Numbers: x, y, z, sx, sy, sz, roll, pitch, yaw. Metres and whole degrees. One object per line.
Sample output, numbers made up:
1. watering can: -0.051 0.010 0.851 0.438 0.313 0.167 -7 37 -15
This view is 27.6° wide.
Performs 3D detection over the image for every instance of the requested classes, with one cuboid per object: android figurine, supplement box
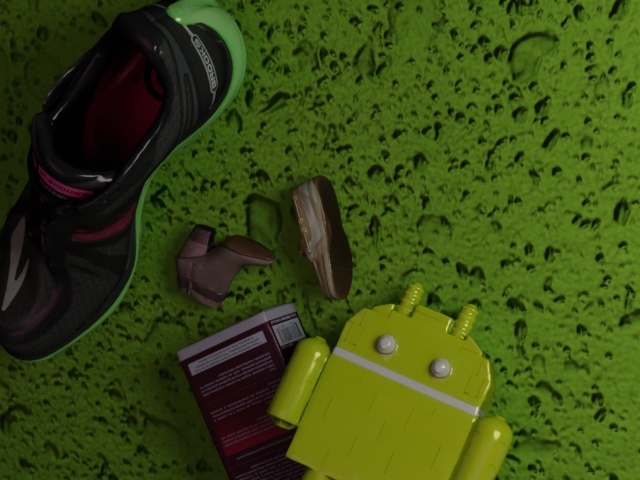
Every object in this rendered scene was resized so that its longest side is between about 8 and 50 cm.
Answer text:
1. android figurine: 0.074 0.178 1.333 0.248 0.056 0.273 24 85 20
2. supplement box: -0.049 0.204 1.439 0.130 0.073 0.239 -25 84 28

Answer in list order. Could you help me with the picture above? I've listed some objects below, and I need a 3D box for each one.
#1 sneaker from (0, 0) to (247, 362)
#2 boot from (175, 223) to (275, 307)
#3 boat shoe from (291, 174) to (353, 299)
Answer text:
1. sneaker: -0.270 -0.071 1.444 0.185 0.202 0.483 38 112 19
2. boot: -0.110 0.036 1.471 0.118 0.042 0.087 23 113 24
3. boat shoe: 0.000 0.000 1.403 0.045 0.050 0.135 -15 80 32
